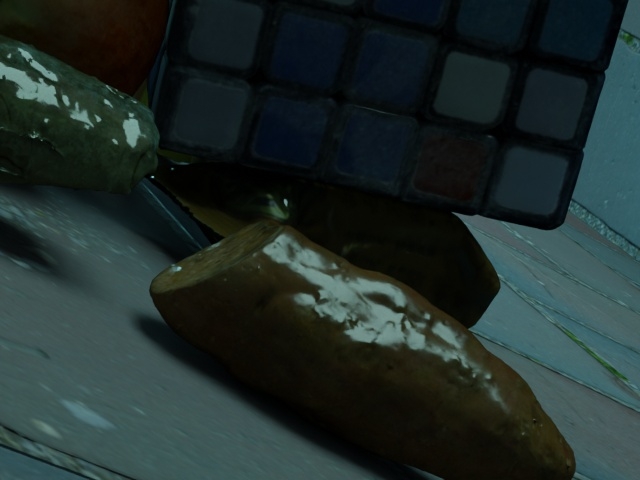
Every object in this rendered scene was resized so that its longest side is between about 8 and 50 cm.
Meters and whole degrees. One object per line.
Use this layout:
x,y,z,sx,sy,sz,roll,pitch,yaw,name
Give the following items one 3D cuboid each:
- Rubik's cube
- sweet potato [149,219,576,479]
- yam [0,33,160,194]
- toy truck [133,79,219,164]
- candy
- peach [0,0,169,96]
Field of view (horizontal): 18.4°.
0.045,-0.203,1.363,0.293,0.287,0.292,12,17,-7,Rubik's cube
0.029,0.066,1.062,0.252,0.097,0.097,29,8,-1,sweet potato
-0.215,-0.082,1.033,0.259,0.106,0.106,28,9,-25,yam
-0.048,-0.077,1.557,0.157,0.124,0.272,8,26,-45,toy truck
0.000,0.000,1.348,0.271,0.101,0.143,17,9,-40,candy
-0.200,-0.174,1.243,0.232,0.232,0.257,32,7,5,peach
